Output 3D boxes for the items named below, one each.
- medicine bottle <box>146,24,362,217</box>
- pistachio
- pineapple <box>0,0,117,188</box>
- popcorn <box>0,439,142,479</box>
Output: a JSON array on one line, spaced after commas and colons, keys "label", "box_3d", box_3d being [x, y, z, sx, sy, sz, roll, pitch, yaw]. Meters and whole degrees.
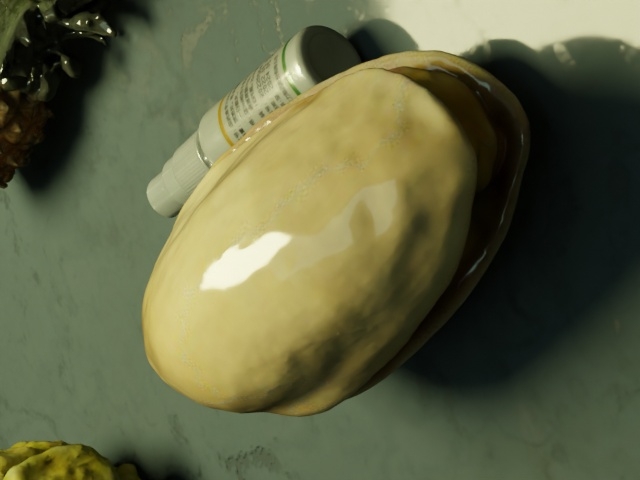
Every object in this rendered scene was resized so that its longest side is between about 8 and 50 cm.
[{"label": "medicine bottle", "box_3d": [-0.047, -0.065, 0.927, 0.092, 0.061, 0.220, 52, 135, -5]}, {"label": "pistachio", "box_3d": [0.000, 0.000, 0.808, 0.299, 0.187, 0.187, -45, 70, 32]}, {"label": "pineapple", "box_3d": [-0.256, -0.177, 1.047, 0.364, 0.165, 0.165, -45, 69, 32]}, {"label": "popcorn", "box_3d": [-0.224, 0.289, 1.081, 0.225, 0.249, 0.249, 3, 104, 29]}]
